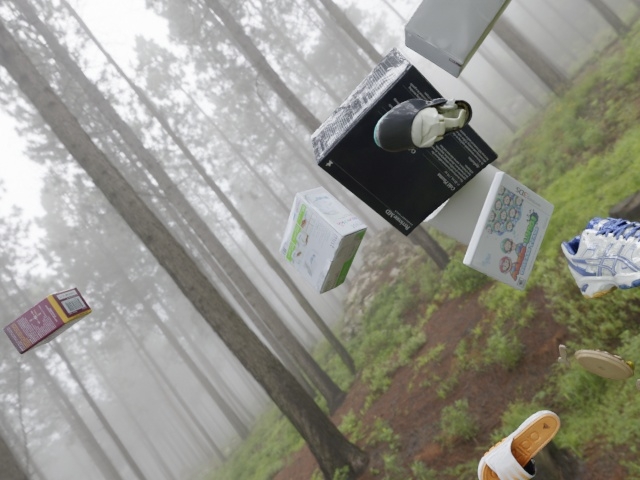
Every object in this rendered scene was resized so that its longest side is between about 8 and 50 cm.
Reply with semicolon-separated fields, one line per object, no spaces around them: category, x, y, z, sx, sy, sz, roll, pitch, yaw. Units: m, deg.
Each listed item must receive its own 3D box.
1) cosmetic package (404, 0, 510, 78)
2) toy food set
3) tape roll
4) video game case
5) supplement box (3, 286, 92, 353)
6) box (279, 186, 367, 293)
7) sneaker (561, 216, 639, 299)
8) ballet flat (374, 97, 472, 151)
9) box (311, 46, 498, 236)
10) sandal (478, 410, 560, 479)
cosmetic package;0.262;-0.425;0.829;0.238;0.127;0.107;-54;-7;11
toy food set;0.668;0.286;1.118;0.039;0.192;0.132;-59;-39;-21
tape roll;0.434;-0.123;1.416;0.246;0.169;0.246;-61;8;14
video game case;0.310;-0.011;0.773;0.019;0.143;0.157;16;84;61
supplement box;-0.357;0.104;0.624;0.083;0.043;0.055;-34;2;6
box;0.000;0.000;1.567;0.126;0.231;0.262;-22;-36;-40
sneaker;0.518;0.013;0.823;0.111;0.131;0.296;-23;-15;-12
ballet flat;0.163;-0.174;0.697;0.203;0.074;0.074;-26;-16;-42
box;0.205;-0.242;1.217;0.312;0.343;0.179;-43;29;20
sandal;0.497;0.535;1.177;0.265;0.102;0.076;-53;4;10
